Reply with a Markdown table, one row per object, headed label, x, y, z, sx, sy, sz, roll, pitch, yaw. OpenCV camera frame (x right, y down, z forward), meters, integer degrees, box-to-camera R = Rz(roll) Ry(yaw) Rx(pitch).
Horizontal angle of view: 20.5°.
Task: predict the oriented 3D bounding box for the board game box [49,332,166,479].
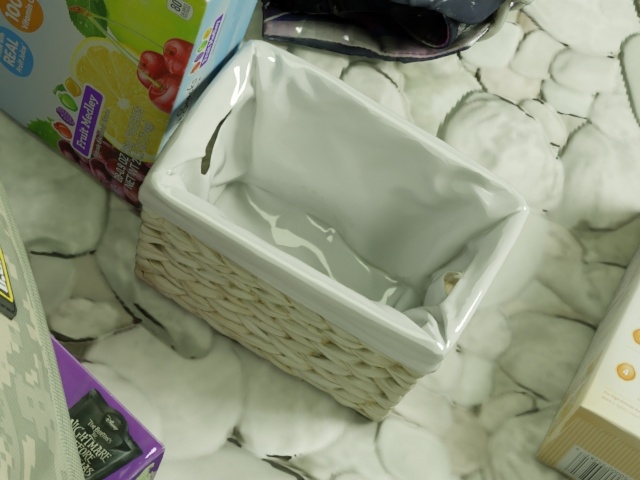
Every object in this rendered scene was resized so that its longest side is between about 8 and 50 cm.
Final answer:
| label | x | y | z | sx | sy | sz | roll | pitch | yaw |
| --- | --- | --- | --- | --- | --- | --- | --- | --- | --- |
| board game box | -0.265 | 0.048 | 0.814 | 0.347 | 0.056 | 0.208 | 42 | 54 | 11 |

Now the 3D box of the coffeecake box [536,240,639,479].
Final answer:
| label | x | y | z | sx | sy | sz | roll | pitch | yaw |
| --- | --- | --- | --- | --- | --- | --- | --- | --- | --- |
| coffeecake box | 0.218 | 0.066 | 0.927 | 0.142 | 0.068 | 0.185 | 30 | 56 | 3 |

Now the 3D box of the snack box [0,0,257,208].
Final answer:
| label | x | y | z | sx | sy | sz | roll | pitch | yaw |
| --- | --- | --- | --- | --- | --- | --- | --- | --- | --- |
| snack box | -0.138 | -0.138 | 0.883 | 0.207 | 0.174 | 0.070 | 36 | 54 | 8 |

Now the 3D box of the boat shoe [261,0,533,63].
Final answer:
| label | x | y | z | sx | sy | sz | roll | pitch | yaw |
| --- | --- | --- | --- | --- | --- | --- | --- | --- | --- |
| boat shoe | 0.113 | -0.174 | 1.023 | 0.340 | 0.127 | 0.158 | 3 | 65 | -6 |

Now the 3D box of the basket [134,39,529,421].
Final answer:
| label | x | y | z | sx | sy | sz | roll | pitch | yaw |
| --- | --- | --- | --- | --- | --- | --- | --- | --- | --- |
| basket | 0.000 | 0.000 | 0.883 | 0.167 | 0.103 | 0.113 | 31 | 57 | 4 |

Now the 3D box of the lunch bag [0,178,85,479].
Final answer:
| label | x | y | z | sx | sy | sz | roll | pitch | yaw |
| --- | --- | --- | --- | --- | --- | --- | --- | --- | --- |
| lunch bag | -0.187 | 0.044 | 0.640 | 0.169 | 0.287 | 0.235 | -10 | 62 | -21 |
